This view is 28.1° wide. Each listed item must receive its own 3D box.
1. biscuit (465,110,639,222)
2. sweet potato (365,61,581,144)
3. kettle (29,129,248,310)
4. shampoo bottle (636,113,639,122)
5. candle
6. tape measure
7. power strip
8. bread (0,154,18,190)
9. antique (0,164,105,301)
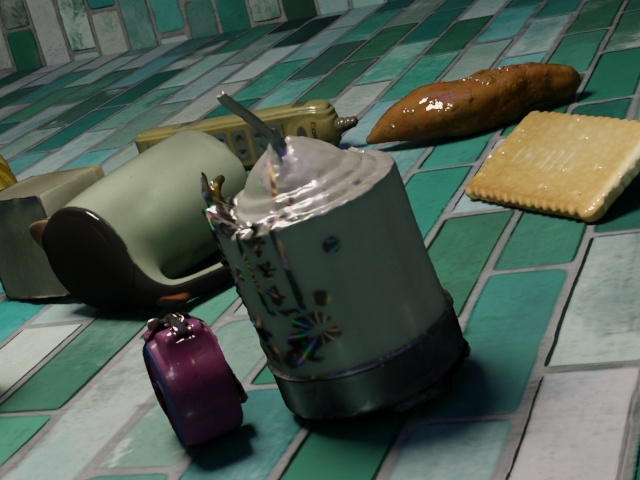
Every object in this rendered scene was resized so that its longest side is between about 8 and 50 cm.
[{"bbox_3d":[0.300,-0.095,1.593,0.160,0.030,0.250,-49,29,-16],"label":"biscuit"},{"bbox_3d":[0.242,-0.213,1.974,0.355,0.095,0.106,-17,-9,-5],"label":"sweet potato"},{"bbox_3d":[-0.198,-0.013,1.625,0.240,0.165,0.255,27,36,21],"label":"kettle"},{"bbox_3d":[0.460,-0.133,1.583,0.127,0.078,0.257,-5,20,4],"label":"shampoo bottle"},{"bbox_3d":[0.000,0.000,1.155,0.187,0.330,0.187,-20,18,7],"label":"candle"},{"bbox_3d":[-0.118,0.123,1.180,0.074,0.125,0.118,-22,4,-13],"label":"tape measure"},{"bbox_3d":[-0.122,-0.162,2.093,0.388,0.092,0.066,-8,20,19],"label":"power strip"},{"bbox_3d":[-0.660,-0.080,2.144,0.333,0.160,0.333,-11,18,4],"label":"bread"},{"bbox_3d":[-0.354,-0.013,1.720,0.152,0.146,0.148,-5,21,39],"label":"antique"}]
